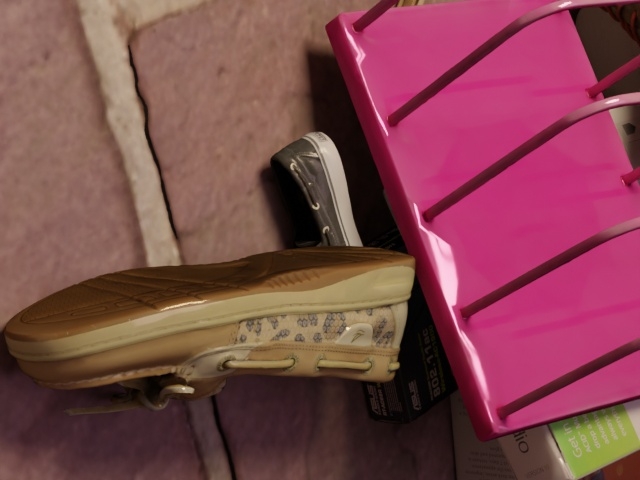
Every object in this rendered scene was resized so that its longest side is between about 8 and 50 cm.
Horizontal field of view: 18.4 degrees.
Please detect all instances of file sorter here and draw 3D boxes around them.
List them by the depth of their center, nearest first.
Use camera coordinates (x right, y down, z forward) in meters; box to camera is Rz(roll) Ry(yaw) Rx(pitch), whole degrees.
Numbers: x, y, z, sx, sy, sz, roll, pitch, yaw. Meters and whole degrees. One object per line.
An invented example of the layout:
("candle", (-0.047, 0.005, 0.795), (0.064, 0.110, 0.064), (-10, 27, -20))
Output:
("file sorter", (0.175, -0.055, 1.247), (0.202, 0.182, 0.290), (-10, 74, -37))

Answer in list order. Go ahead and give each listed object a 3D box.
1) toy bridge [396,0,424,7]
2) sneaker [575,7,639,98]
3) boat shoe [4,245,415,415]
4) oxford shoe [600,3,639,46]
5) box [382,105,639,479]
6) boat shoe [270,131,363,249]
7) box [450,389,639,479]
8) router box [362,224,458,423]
("toy bridge", (0.052, -0.199, 1.356), (0.063, 0.026, 0.188), (2, 90, -51))
("sneaker", (0.266, -0.098, 1.578), (0.094, 0.080, 0.212), (-24, 107, -53))
("boat shoe", (-0.054, 0.061, 1.165), (0.285, 0.105, 0.089), (-8, 103, -38))
("oxford shoe", (0.257, -0.170, 1.458), (0.348, 0.130, 0.123), (-78, 158, -45))
("box", (0.216, 0.023, 1.395), (0.322, 0.058, 0.232), (-17, 79, -40))
("boat shoe", (0.000, 0.000, 1.290), (0.040, 0.049, 0.142), (-23, 108, -27))
("box", (0.170, 0.134, 1.455), (0.130, 0.091, 0.170), (-15, 102, -49))
("router box", (0.063, 0.053, 1.365), (0.092, 0.038, 0.122), (-31, 114, -44))
